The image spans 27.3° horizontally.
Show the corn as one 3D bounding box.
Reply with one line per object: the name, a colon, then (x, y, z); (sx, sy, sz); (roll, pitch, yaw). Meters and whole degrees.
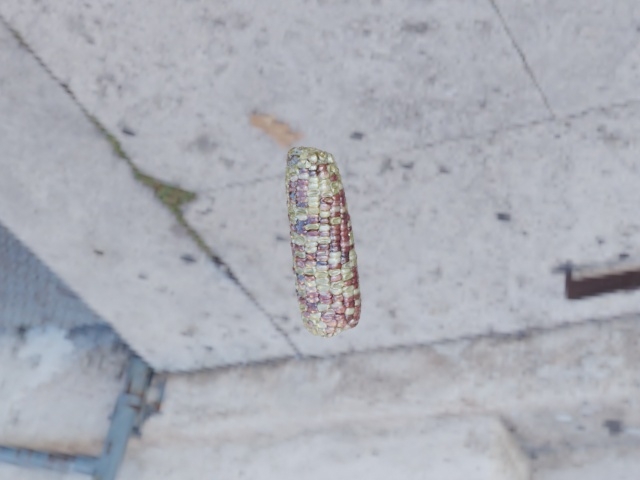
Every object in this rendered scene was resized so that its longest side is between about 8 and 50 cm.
corn: (0.000, 0.000, 1.915); (0.098, 0.098, 0.290); (-4, 106, 21)
